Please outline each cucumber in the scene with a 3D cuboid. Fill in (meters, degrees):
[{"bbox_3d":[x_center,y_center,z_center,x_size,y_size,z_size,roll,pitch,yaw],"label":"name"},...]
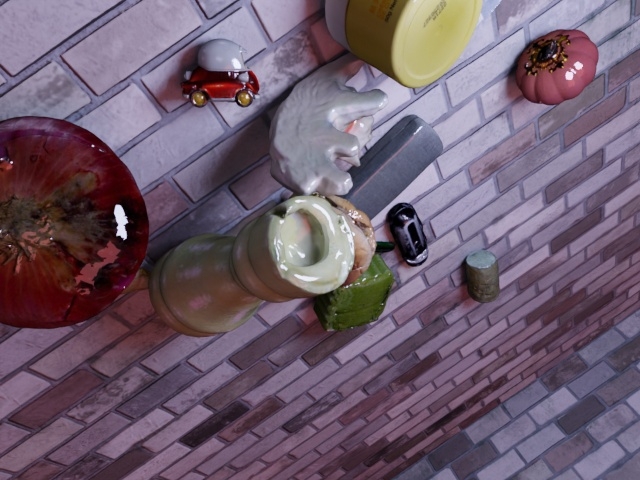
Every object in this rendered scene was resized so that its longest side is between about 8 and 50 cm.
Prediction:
[{"bbox_3d":[0.139,0.019,1.428,0.184,0.033,0.036,-4,111,-31],"label":"cucumber"}]

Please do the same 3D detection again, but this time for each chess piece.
[{"bbox_3d":[-0.138,0.054,1.002,0.234,0.234,0.442,11,158,-38],"label":"chess piece"}]

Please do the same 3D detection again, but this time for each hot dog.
[{"bbox_3d":[-0.433,0.088,1.118,0.078,0.061,0.169,-27,170,40],"label":"hot dog"}]

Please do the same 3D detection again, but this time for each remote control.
[{"bbox_3d":[0.259,-0.001,1.457,0.090,0.066,0.266,-31,137,1],"label":"remote control"}]

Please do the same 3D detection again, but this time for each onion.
[{"bbox_3d":[-0.461,-0.030,0.885,0.347,0.285,0.348,-1,93,-10],"label":"onion"}]

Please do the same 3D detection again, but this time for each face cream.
[{"bbox_3d":[0.147,-0.407,0.912,0.218,0.179,0.218,-31,147,-23],"label":"face cream"}]

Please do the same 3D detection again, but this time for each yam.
[{"bbox_3d":[0.532,0.113,1.696,0.107,0.107,0.194,-29,136,-6],"label":"yam"}]

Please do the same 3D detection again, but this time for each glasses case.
[{"bbox_3d":[0.148,-0.155,1.248,0.323,0.074,0.131,-44,135,10],"label":"glasses case"}]

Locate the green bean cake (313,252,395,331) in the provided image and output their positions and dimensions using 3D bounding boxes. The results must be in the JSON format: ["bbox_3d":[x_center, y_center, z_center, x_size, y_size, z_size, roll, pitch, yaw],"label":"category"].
[{"bbox_3d":[0.092,0.148,1.453,0.200,0.113,0.214,-10,132,-25],"label":"green bean cake"}]

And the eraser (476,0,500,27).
[{"bbox_3d":[0.275,-0.448,1.054,0.212,0.092,0.046,-46,135,12],"label":"eraser"}]

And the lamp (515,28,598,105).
[{"bbox_3d":[0.539,-0.404,1.192,0.140,0.182,0.182,25,112,-39],"label":"lamp"}]

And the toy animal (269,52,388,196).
[{"bbox_3d":[0.019,-0.178,1.008,0.266,0.308,0.188,-20,149,-11],"label":"toy animal"}]

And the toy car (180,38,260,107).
[{"bbox_3d":[-0.178,-0.298,0.914,0.139,0.112,0.112,-6,116,-15],"label":"toy car"}]

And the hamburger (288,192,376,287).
[{"bbox_3d":[0.000,0.000,1.194,0.243,0.286,0.146,45,56,-17],"label":"hamburger"}]
